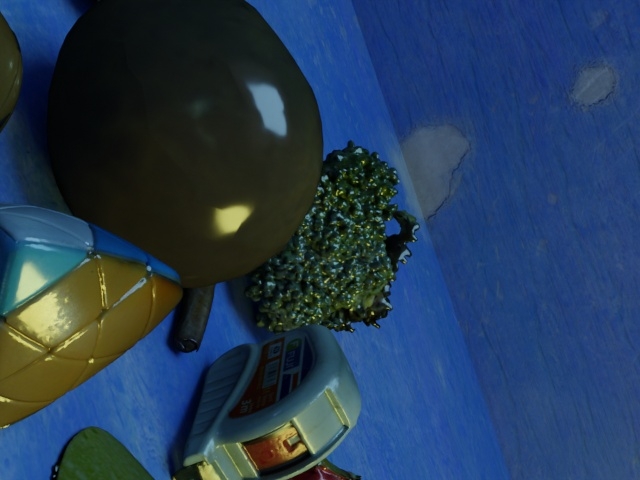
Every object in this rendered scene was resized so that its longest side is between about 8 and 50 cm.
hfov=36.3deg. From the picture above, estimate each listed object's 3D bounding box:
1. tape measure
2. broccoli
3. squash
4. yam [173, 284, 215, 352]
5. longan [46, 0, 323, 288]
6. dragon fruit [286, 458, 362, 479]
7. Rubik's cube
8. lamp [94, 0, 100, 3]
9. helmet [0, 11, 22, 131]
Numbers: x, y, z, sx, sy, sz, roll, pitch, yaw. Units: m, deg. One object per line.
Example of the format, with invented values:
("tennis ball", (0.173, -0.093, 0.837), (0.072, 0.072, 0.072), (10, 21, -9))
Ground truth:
("tape measure", (-0.064, 0.237, 1.348), (0.243, 0.246, 0.125), (-85, 152, -62))
("broccoli", (0.007, 0.004, 1.662), (0.272, 0.324, 0.334), (-73, 151, -74))
("squash", (-0.230, 0.342, 1.114), (0.237, 0.155, 0.204), (42, 70, -55))
("yam", (-0.179, 0.072, 1.463), (0.046, 0.046, 0.264), (57, 24, -31))
("longan", (-0.178, -0.136, 1.254), (0.336, 0.404, 0.404), (-20, 89, -34))
("dragon fruit", (-0.012, 0.386, 1.442), (0.172, 0.160, 0.166), (59, 46, -28))
("Rubik's cube", (-0.313, 0.065, 0.999), (0.254, 0.254, 0.254), (52, 26, -39))
("lamp", (-0.261, -0.445, 1.485), (0.247, 0.247, 0.247), (52, 26, -39))
("helmet", (-0.396, -0.187, 1.036), (0.198, 0.130, 0.224), (37, 39, -51))
